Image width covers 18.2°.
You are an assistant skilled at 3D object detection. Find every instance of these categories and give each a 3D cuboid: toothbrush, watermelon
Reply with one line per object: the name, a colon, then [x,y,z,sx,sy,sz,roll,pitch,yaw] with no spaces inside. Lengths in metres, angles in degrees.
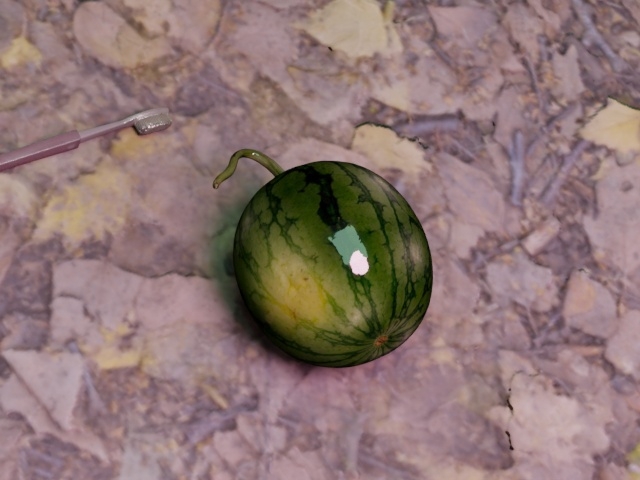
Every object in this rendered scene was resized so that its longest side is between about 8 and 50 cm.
toothbrush: [-0.197,-0.068,1.473,0.194,0.014,0.017,-17,67,-24]
watermelon: [0.000,0.000,1.415,0.141,0.141,0.187,-18,63,-24]
